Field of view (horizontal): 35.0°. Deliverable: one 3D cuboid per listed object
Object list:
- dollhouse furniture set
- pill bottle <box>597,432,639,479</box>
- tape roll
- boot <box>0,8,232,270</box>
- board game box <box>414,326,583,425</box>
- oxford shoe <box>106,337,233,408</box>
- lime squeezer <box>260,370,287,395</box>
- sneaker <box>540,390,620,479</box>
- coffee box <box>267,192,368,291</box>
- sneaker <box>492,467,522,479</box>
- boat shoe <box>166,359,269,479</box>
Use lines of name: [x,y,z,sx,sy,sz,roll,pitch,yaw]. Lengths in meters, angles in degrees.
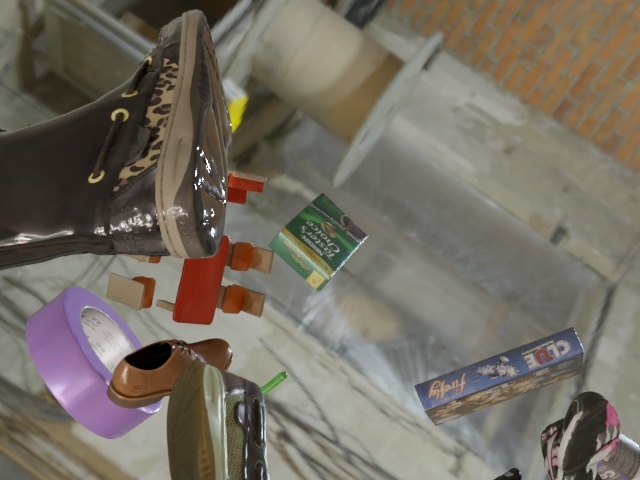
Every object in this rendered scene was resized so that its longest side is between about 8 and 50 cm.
dollhouse furniture set: [-0.181,0.009,1.639,0.262,0.135,0.259,8,95,-45]
pill bottle: [0.410,0.308,1.454,0.078,0.137,0.078,-35,-142,33]
tape roll: [-0.404,0.219,1.829,0.090,0.275,0.275,-37,179,7]
boot: [-0.237,-0.099,1.015,0.377,0.284,0.138,-96,174,-49]
board game box: [0.270,0.208,1.520,0.243,0.042,0.165,-21,159,6]
oxford shoe: [-0.196,0.168,1.409,0.212,0.076,0.076,-16,134,-50]
lime squeezer: [-0.165,0.246,1.662,0.059,0.310,0.110,16,82,-47]
sneaker: [0.278,0.228,1.144,0.072,0.077,0.178,-13,133,-18]
coffee box: [0.000,0.000,1.637,0.040,0.113,0.184,-47,178,31]
sneaker: [0.200,0.321,1.223,0.085,0.237,0.086,123,-37,-74]
boat shoe: [-0.057,0.184,0.682,0.080,0.073,0.224,-53,-143,44]
